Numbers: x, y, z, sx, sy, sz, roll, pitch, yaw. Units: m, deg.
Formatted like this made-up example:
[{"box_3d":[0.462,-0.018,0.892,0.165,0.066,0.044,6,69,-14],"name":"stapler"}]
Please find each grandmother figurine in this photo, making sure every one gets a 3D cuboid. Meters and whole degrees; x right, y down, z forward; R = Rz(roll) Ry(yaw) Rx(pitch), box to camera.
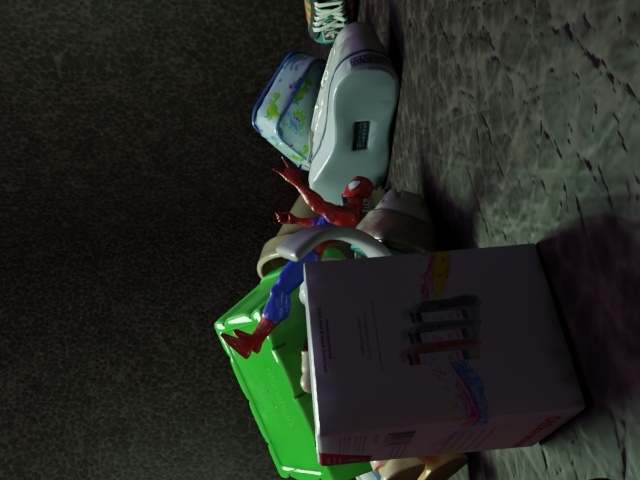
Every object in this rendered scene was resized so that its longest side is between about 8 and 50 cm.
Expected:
[{"box_3d":[0.064,0.156,0.809,0.104,0.208,0.342,-53,46,26],"name":"grandmother figurine"}]

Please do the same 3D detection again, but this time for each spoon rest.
[{"box_3d":[0.074,0.081,0.653,0.276,0.084,0.137,49,166,-21],"name":"spoon rest"}]

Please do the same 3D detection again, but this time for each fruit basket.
[{"box_3d":[0.041,0.197,1.080,0.283,0.392,0.391,-23,71,53],"name":"fruit basket"}]

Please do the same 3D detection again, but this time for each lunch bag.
[{"box_3d":[-0.012,-0.228,1.116,0.219,0.090,0.176,32,-94,-53],"name":"lunch bag"}]

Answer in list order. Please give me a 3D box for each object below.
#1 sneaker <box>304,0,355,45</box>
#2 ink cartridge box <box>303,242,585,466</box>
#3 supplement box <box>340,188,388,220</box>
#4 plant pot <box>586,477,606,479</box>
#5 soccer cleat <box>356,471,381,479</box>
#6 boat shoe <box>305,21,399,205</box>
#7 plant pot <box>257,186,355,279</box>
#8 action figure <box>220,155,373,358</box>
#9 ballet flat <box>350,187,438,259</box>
[{"box_3d":[0.023,-0.444,1.160,0.302,0.108,0.121,-67,-29,-79],"name":"sneaker"},{"box_3d":[0.080,0.091,0.465,0.128,0.176,0.127,90,175,-60],"name":"ink cartridge box"},{"box_3d":[0.079,-0.043,1.063,0.083,0.083,0.056,88,174,-67],"name":"supplement box"},{"box_3d":[0.081,0.268,0.239,0.267,0.236,0.267,95,168,-78],"name":"plant pot"},{"box_3d":[0.088,0.411,1.317,0.116,0.143,0.331,91,172,-69],"name":"soccer cleat"},{"box_3d":[0.039,-0.203,1.007,0.367,0.136,0.156,94,169,-60],"name":"boat shoe"},{"box_3d":[0.000,0.000,1.467,0.263,0.263,0.229,88,-168,-59],"name":"plant pot"},{"box_3d":[-0.050,0.006,0.812,0.139,0.280,0.091,42,-177,7],"name":"action figure"},{"box_3d":[0.093,-0.008,0.798,0.316,0.108,0.106,117,174,-82],"name":"ballet flat"}]
